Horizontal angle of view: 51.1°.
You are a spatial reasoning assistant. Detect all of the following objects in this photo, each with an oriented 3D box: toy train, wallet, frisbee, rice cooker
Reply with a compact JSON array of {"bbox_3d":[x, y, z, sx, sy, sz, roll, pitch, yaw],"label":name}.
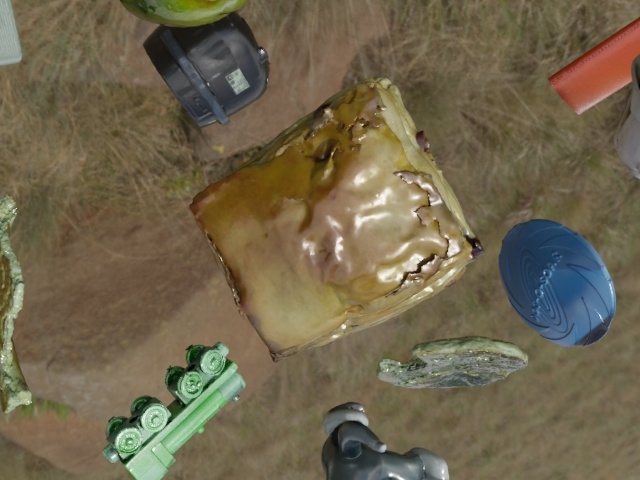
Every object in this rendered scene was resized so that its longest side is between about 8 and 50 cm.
[{"bbox_3d":[-0.228,0.275,1.077,0.251,0.085,0.119,-41,112,-23],"label":"toy train"},{"bbox_3d":[0.582,-0.351,1.358,0.204,0.045,0.142,-34,138,31],"label":"wallet"},{"bbox_3d":[0.398,0.080,1.170,0.045,0.242,0.242,-24,151,-27],"label":"frisbee"},{"bbox_3d":[-0.245,-0.399,1.500,0.224,0.267,0.267,-33,149,-1],"label":"rice cooker"}]

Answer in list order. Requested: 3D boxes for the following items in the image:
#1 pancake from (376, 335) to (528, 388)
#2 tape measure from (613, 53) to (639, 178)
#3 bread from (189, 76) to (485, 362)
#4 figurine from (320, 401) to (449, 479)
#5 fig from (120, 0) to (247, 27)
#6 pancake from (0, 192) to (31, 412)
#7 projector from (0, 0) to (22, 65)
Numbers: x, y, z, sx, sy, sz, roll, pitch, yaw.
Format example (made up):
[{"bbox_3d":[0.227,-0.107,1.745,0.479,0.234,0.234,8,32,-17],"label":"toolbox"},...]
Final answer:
[{"bbox_3d":[0.215,0.201,1.082,0.253,0.037,0.253,-3,156,-2],"label":"pancake"},{"bbox_3d":[0.312,-0.140,0.537,0.236,0.120,0.197,-60,164,-22],"label":"tape measure"},{"bbox_3d":[0.000,0.000,0.796,0.324,0.277,0.167,-27,-172,26],"label":"bread"},{"bbox_3d":[0.058,0.244,0.567,0.193,0.265,0.140,-15,139,9],"label":"figurine"},{"bbox_3d":[-0.203,-0.375,0.867,0.206,0.275,0.206,-9,106,-32],"label":"fig"},{"bbox_3d":[-0.528,0.097,1.132,0.054,0.377,0.197,-1,168,-40],"label":"pancake"},{"bbox_3d":[-0.546,-0.374,0.946,0.099,0.192,0.257,-37,129,-54],"label":"projector"}]
